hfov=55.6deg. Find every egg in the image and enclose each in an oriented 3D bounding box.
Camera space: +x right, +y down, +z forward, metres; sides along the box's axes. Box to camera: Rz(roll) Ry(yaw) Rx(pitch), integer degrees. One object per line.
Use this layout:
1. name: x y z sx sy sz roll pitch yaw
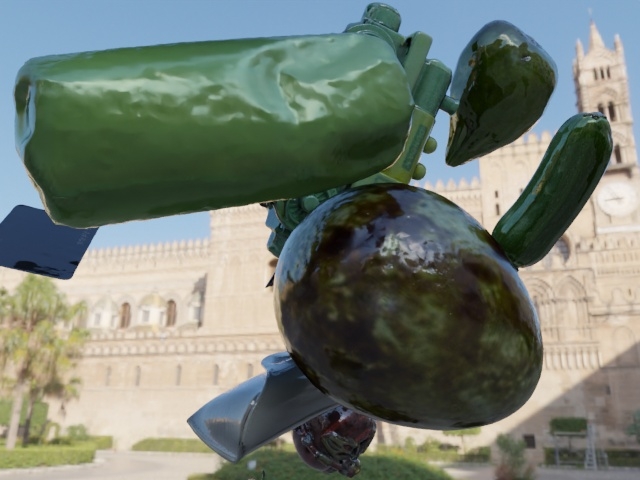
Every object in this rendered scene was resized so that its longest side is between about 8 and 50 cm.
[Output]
1. egg: 0.088 0.072 0.625 0.289 0.238 0.238 38 -8 22

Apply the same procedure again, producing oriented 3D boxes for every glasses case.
1. glasses case: -0.027 0.185 0.788 0.128 0.083 0.308 1 5 39

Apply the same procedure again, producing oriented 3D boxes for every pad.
1. pad: -0.349 -0.001 0.760 0.112 0.157 0.003 14 -65 -13

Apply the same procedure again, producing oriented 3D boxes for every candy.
1. candy: -0.085 -0.104 0.543 0.343 0.142 0.132 -12 -50 -20

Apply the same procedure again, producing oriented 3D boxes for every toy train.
1. toy train: 0.065 -0.125 0.826 0.237 0.369 0.150 22 3 -15

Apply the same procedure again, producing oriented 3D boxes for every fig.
1. fig: 0.289 -0.228 0.975 0.167 0.233 0.167 10 4 -1

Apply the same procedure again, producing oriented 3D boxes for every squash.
1. squash: 0.268 -0.049 0.713 0.077 0.068 0.219 18 -64 -25

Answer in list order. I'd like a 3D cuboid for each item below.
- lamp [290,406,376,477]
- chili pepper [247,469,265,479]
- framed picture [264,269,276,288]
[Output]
1. lamp: 0.022 0.323 1.121 0.151 0.223 0.215 -30 -21 23
2. chili pepper: -0.138 0.451 1.017 0.153 0.050 0.041 -37 -4 -42
3. framed picture: 0.000 0.000 1.097 0.195 0.010 0.199 -13 -40 -59
